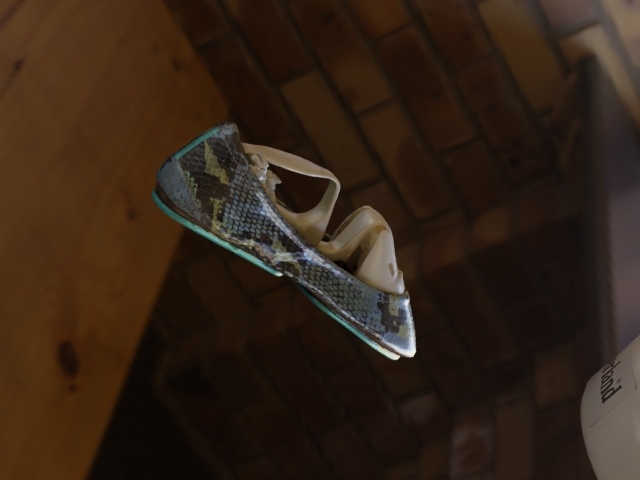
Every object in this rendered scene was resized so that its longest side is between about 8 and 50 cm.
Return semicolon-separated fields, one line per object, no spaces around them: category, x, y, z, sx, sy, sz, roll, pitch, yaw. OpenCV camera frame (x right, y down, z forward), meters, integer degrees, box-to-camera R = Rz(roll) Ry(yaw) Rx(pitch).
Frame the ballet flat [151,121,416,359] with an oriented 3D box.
ballet flat;0.000;0.000;0.808;0.188;0.070;0.070;34;37;-36

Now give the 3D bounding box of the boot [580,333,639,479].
boot;0.196;0.074;0.312;0.244;0.176;0.088;48;26;-4
